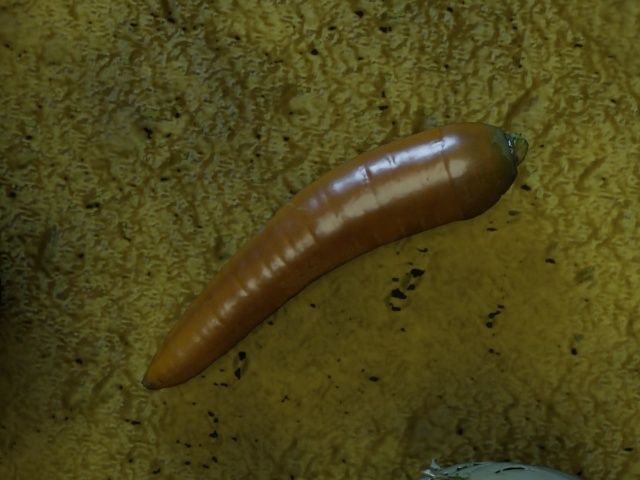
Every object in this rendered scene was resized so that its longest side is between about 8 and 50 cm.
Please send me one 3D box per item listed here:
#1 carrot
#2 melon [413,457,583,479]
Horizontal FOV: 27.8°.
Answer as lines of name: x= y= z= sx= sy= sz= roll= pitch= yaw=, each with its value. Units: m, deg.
carrot: x=0.000 y=0.000 z=0.770 sx=0.271 sy=0.066 sz=0.062 roll=-28 pitch=45 yaw=3
melon: x=0.106 y=0.267 z=0.676 sx=0.223 sy=0.223 sz=0.317 roll=-16 pitch=89 yaw=1
